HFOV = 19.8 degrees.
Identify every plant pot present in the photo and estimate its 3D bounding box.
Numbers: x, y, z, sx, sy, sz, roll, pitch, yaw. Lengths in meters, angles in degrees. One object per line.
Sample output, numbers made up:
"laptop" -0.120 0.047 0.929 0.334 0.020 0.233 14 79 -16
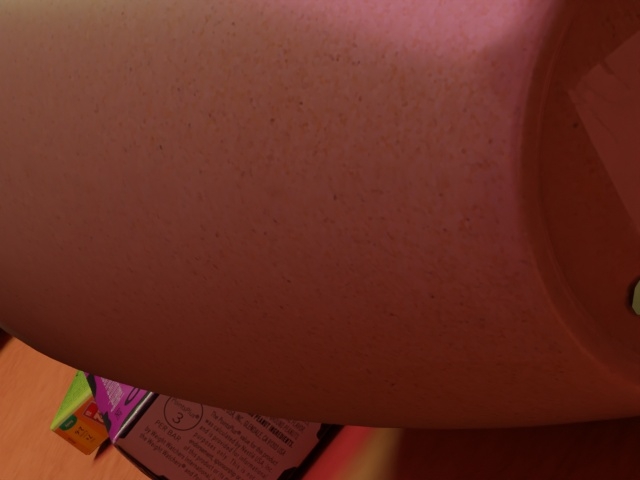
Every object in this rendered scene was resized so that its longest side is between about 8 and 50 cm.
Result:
"plant pot" 0.028 -0.047 0.531 0.256 0.256 0.274 -53 29 -9

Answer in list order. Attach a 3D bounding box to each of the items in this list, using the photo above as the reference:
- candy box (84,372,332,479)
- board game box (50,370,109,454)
"candy box" 0.000 0.000 0.787 0.233 0.071 0.159 -51 13 -3
"board game box" -0.080 0.010 1.095 0.124 0.039 0.259 -42 19 30
